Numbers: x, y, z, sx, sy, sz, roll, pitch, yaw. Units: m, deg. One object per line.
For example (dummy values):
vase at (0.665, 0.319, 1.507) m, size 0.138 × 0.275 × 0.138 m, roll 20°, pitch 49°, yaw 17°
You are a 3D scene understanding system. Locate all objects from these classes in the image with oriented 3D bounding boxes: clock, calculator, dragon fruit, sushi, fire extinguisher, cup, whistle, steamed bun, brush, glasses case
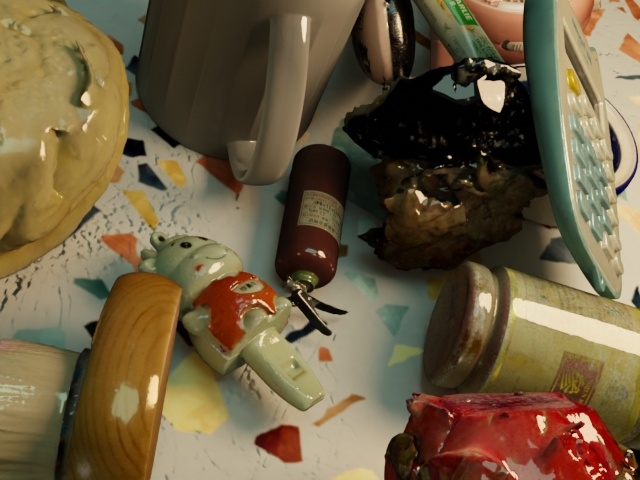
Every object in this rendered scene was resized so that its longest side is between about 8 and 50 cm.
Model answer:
clock at (0.303, -0.126, 1.427) m, size 0.231 × 0.083 × 0.230 m, roll 11°, pitch 48°, yaw -13°
calculator at (0.297, -0.114, 1.237) m, size 0.054 × 0.256 × 0.386 m, roll -15°, pitch 57°, yaw 23°
dragon fruit at (0.170, 0.282, 0.947) m, size 0.269 × 0.250 × 0.291 m, roll 0°, pitch 85°, yaw -5°
sushi at (0.151, -0.077, 1.233) m, size 0.239 × 0.225 × 0.218 m, roll -4°, pitch 81°, yaw -3°
fire extinguisher at (0.000, 0.000, 1.218) m, size 0.099 × 0.071 × 0.231 m, roll 30°, pitch 46°, yaw -26°
clock at (0.269, -0.333, 1.492) m, size 0.241 × 0.142 × 0.227 m, roll 0°, pitch 52°, yaw 6°
cup at (-0.069, -0.243, 1.201) m, size 0.237 × 0.327 × 0.322 m, roll 0°, pitch 59°, yaw -19°
whistle at (-0.092, 0.077, 1.100) m, size 0.102 × 0.105 × 0.253 m, roll -37°, pitch 72°, yaw -21°
steamed bun at (-0.361, -0.124, 1.061) m, size 0.325 × 0.230 × 0.372 m, roll -18°, pitch 60°, yaw -31°
brush at (-0.221, 0.127, 0.971) m, size 0.166 × 0.174 × 0.266 m, roll 10°, pitch 46°, yaw -3°
glasses case at (0.075, -0.271, 1.347) m, size 0.075 × 0.122 × 0.314 m, roll -5°, pitch 19°, yaw 1°

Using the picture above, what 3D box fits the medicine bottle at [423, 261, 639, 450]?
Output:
medicine bottle at (0.286, 0.134, 1.168) m, size 0.323 × 0.151 × 0.151 m, roll 17°, pitch 50°, yaw -8°

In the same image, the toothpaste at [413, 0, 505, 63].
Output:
toothpaste at (0.187, -0.246, 1.361) m, size 0.058 × 0.056 × 0.314 m, roll -35°, pitch 88°, yaw 7°
